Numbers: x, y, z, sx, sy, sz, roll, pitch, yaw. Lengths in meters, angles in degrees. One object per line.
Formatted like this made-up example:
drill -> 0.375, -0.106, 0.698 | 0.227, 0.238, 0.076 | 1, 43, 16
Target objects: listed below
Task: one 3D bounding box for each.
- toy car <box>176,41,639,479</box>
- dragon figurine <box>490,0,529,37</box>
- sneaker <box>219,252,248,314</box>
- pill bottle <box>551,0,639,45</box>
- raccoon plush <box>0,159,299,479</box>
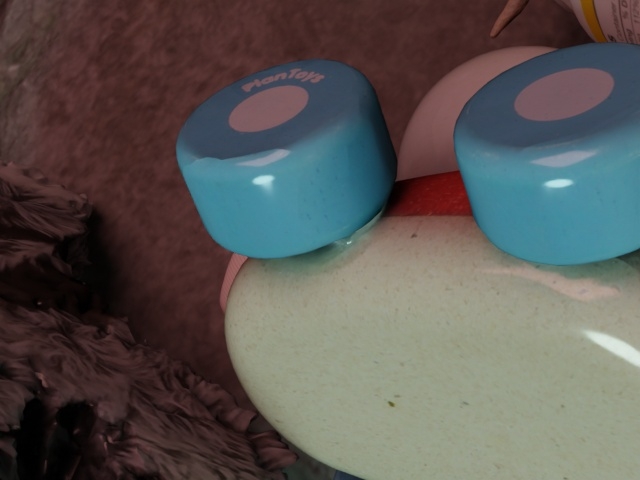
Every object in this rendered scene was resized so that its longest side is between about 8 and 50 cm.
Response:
toy car -> 0.096, -0.009, 0.491 | 0.210, 0.219, 0.238 | 1, 39, 33
dragon figurine -> 0.117, -0.243, 0.633 | 0.085, 0.144, 0.289 | -14, 79, 24
sneaker -> 0.000, 0.000, 0.606 | 0.070, 0.051, 0.134 | 42, 96, 34
pill bottle -> 0.171, -0.111, 0.466 | 0.119, 0.119, 0.208 | -49, 43, 1
raccoon plush -> -0.155, 0.178, 0.580 | 0.446, 0.216, 0.299 | -95, 26, -70
